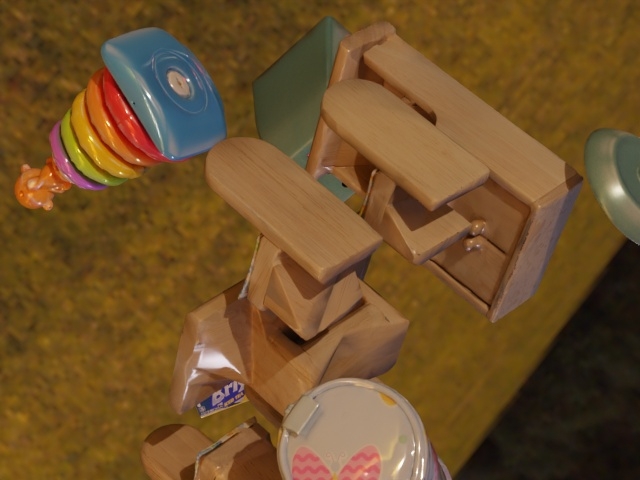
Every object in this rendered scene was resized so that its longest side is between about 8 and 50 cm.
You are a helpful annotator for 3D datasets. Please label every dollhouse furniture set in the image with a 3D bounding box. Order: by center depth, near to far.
[{"bbox_3d":[0.000,0.000,1.431,0.394,0.256,0.362,-31,150,-37],"label":"dollhouse furniture set"}]

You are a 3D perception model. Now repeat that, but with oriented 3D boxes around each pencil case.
[{"bbox_3d":[0.041,0.189,1.309,0.113,0.124,0.273,-40,162,-4],"label":"pencil case"}]

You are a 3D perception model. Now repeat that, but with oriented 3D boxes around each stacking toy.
[{"bbox_3d":[-0.281,-0.123,2.070,0.302,0.175,0.165,-33,179,29],"label":"stacking toy"}]

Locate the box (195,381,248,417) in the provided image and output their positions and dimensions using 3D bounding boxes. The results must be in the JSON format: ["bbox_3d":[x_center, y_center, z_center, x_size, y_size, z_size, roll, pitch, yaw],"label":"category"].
[{"bbox_3d":[-0.093,0.171,2.144,0.168,0.054,0.059,-20,128,-1],"label":"box"}]

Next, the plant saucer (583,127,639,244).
[{"bbox_3d":[0.281,-0.051,1.433,0.021,0.119,0.119,-33,180,40],"label":"plant saucer"}]

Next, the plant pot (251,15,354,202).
[{"bbox_3d":[0.012,-0.163,2.289,0.165,0.165,0.234,-40,-154,24],"label":"plant pot"}]
